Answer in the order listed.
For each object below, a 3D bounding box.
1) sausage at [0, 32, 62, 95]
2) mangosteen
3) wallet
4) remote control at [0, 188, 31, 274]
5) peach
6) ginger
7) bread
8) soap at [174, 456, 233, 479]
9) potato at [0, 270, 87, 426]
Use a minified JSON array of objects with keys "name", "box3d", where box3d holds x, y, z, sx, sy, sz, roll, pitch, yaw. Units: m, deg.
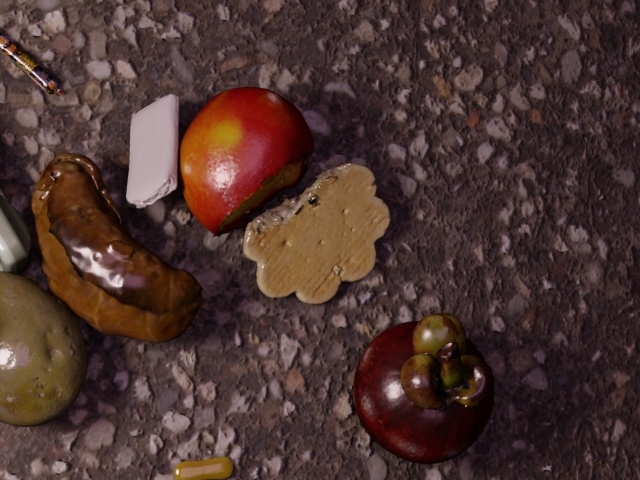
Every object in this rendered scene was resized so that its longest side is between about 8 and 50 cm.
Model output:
[{"name":"sausage","box3d":[-0.477,-0.290,1.712,0.198,0.025,0.028,41,27,-2]},{"name":"mangosteen","box3d":[0.161,0.207,1.643,0.215,0.258,0.215,6,54,-9]},{"name":"wallet","box3d":[-0.252,-0.134,1.678,0.033,0.095,0.190,33,43,-41]},{"name":"remote control","box3d":[-0.514,-0.107,1.608,0.065,0.128,0.335,-30,87,-20]},{"name":"peach","box3d":[-0.112,-0.112,1.684,0.196,0.189,0.226,21,70,-40]},{"name":"ginger","box3d":[-0.319,0.026,1.608,0.172,0.165,0.321,-41,86,-12]},{"name":"bread","box3d":[0.000,0.000,1.738,0.250,0.039,0.182,-34,114,-18]},{"name":"soap","box3d":[-0.174,0.342,1.654,0.089,0.012,0.034,-6,79,-15]},{"name":"potato","box3d":[-0.429,0.151,1.562,0.177,0.160,0.235,-13,72,-35]}]
